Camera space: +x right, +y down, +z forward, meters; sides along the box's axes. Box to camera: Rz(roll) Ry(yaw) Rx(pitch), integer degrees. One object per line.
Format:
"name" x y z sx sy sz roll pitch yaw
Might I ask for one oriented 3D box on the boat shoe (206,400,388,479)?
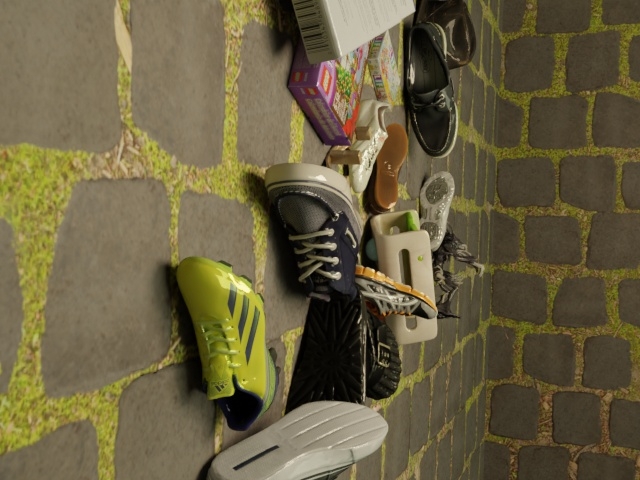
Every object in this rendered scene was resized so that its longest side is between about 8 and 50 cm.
"boat shoe" -0.038 0.339 1.193 0.335 0.121 0.119 -10 123 -40

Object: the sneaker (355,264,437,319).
"sneaker" 0.142 0.124 1.634 0.083 0.215 0.084 -69 -167 -11

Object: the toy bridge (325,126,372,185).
"toy bridge" 0.046 -0.157 1.476 0.188 0.063 0.026 -66 151 -46

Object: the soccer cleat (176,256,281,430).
"soccer cleat" -0.123 0.142 1.036 0.289 0.093 0.121 73 33 -41

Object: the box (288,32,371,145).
"box" 0.028 -0.344 1.414 0.201 0.057 0.293 49 47 -60

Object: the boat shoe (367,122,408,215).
"boat shoe" 0.139 -0.155 1.730 0.073 0.073 0.207 142 -36 -67

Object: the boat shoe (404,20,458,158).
"boat shoe" 0.266 -0.373 1.941 0.113 0.127 0.340 -9 100 -68

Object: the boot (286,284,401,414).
"boot" 0.057 0.267 1.467 0.260 0.131 0.348 58 39 -56

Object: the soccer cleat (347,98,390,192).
"soccer cleat" 0.096 -0.191 1.586 0.068 0.076 0.196 30 65 -67

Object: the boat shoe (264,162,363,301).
"boat shoe" 0.000 0.000 1.282 0.340 0.127 0.158 41 47 -65

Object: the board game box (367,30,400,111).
"board game box" 0.142 -0.377 1.752 0.154 0.026 0.103 67 32 -49

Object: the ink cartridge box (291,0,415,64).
"ink cartridge box" 0.033 -0.489 1.289 0.330 0.071 0.324 -45 124 -52

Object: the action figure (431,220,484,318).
"action figure" 0.373 0.087 2.240 0.164 0.141 0.275 142 -40 -72

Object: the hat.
"hat" 0.350 -0.547 2.131 0.331 0.134 0.331 3 90 -70

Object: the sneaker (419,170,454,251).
"sneaker" 0.317 -0.077 2.191 0.115 0.090 0.232 49 56 -70

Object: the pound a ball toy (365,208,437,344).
"pound a ball toy" 0.173 0.088 1.796 0.208 0.136 0.319 -102 -176 -64
